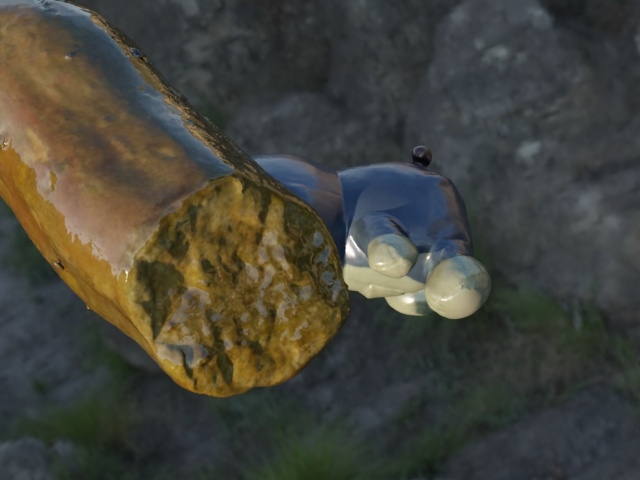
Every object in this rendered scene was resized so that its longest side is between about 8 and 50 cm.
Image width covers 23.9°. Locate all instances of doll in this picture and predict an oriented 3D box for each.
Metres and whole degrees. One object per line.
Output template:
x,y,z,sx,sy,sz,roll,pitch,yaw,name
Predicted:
0.000,0.000,1.284,0.258,0.154,0.228,-4,3,-7,doll

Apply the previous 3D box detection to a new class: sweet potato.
-0.140,-0.052,1.004,0.158,0.158,0.369,-36,62,-19,sweet potato
